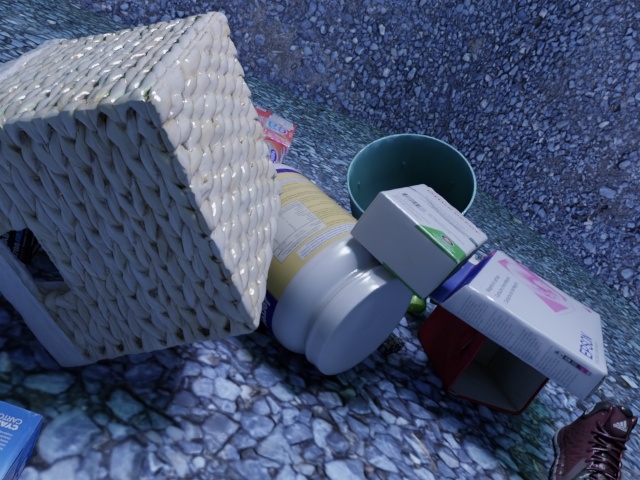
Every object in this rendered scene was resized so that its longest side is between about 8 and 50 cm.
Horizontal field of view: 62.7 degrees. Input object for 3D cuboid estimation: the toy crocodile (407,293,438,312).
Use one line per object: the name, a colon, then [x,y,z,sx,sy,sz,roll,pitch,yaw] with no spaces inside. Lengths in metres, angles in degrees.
toy crocodile: [0.280,0.114,1.213,0.341,0.105,0.115,14,62,2]

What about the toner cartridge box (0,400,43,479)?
toner cartridge box: [-0.428,0.156,0.401,0.348,0.075,0.165,24,23,-12]

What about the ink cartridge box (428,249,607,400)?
ink cartridge box: [0.351,0.107,0.964,0.330,0.071,0.324,36,23,16]

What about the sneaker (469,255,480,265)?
sneaker: [0.421,0.100,1.542,0.152,0.114,0.305,1,28,-25]

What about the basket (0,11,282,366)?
basket: [-0.224,-0.074,0.656,0.267,0.328,0.331,-9,35,11]

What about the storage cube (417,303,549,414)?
storage cube: [0.346,0.207,1.079,0.215,0.183,0.193,21,22,-19]

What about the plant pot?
plant pot: [0.212,-0.075,1.294,0.293,0.235,0.292,-2,56,2]

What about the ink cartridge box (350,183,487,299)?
ink cartridge box: [0.164,-0.007,0.836,0.153,0.087,0.208,44,26,16]

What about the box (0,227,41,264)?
box: [-0.426,-0.092,0.816,0.051,0.175,0.220,19,24,-17]

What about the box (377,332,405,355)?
box: [0.121,0.192,1.059,0.083,0.018,0.067,42,25,29]

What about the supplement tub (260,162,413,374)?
supplement tub: [-0.028,0.043,0.913,0.241,0.241,0.331,0,35,-50]

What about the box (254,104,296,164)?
box: [-0.176,-0.297,1.613,0.154,0.142,0.300,25,22,-10]

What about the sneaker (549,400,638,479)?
sneaker: [0.489,0.369,0.918,0.106,0.162,0.281,32,22,8]
